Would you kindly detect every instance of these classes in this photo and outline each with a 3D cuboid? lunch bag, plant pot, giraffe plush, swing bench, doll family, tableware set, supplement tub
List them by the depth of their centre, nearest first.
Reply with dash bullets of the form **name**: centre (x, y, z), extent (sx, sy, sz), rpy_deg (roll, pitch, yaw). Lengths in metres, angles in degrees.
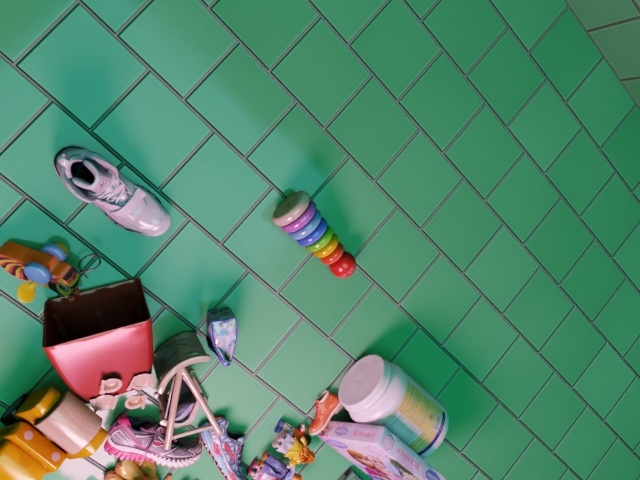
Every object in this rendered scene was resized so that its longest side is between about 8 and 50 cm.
- **tableware set**: centre (-0.539, 0.418, 1.592), extent (0.169, 0.020, 0.141), rpy_deg (3, 126, -30)
- **plant pot**: centre (-0.602, 0.292, 1.633), extent (0.268, 0.267, 0.235), rpy_deg (-13, 116, -18)
- **swing bench**: centre (-0.407, 0.425, 1.713), extent (0.165, 0.253, 0.254), rpy_deg (-11, 101, -18)
- **giraffe plush**: centre (-0.540, 0.765, 1.756), extent (0.181, 0.170, 0.210), rpy_deg (-43, 109, -10)
- **lunch bag**: centre (-0.304, 0.298, 1.799), extent (0.097, 0.129, 0.151), rpy_deg (-8, 102, -14)
- **doll family**: centre (-0.114, 0.738, 1.934), extent (0.163, 0.118, 0.262), rpy_deg (36, 86, -19)
- **supplement tub**: centre (0.246, 0.565, 1.977), extent (0.331, 0.241, 0.241), rpy_deg (43, 82, -19)

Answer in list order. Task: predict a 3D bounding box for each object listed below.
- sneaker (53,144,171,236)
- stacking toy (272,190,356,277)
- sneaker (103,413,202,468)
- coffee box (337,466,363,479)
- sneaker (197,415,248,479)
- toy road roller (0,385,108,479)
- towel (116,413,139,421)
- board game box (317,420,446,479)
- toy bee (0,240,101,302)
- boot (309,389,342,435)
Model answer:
- **sneaker**: centre (-0.568, -0.124, 1.599), extent (0.366, 0.210, 0.137), rpy_deg (39, 84, -21)
- **stacking toy**: centre (0.000, 0.000, 1.872), extent (0.141, 0.141, 0.330), rpy_deg (-46, 113, -9)
- **sneaker**: centre (-0.491, 0.610, 1.765), extent (0.299, 0.121, 0.111), rpy_deg (22, 86, -33)
- **coffee box**: centre (0.127, 0.914, 2.089), extent (0.113, 0.040, 0.184), rpy_deg (-45, 109, -9)
- **sneaker**: centre (-0.284, 0.681, 1.875), extent (0.125, 0.104, 0.261), rpy_deg (-32, 107, -15)
- **toy road roller**: centre (-0.762, 0.553, 1.561), extent (0.202, 0.330, 0.240), rpy_deg (49, 40, -20)
- **towel**: centre (-0.605, 0.595, 1.784), extent (0.067, 0.029, 0.119), rpy_deg (19, 91, -21)
- **board game box**: centre (0.197, 0.719, 1.942), extent (0.318, 0.319, 0.065), rpy_deg (43, 58, -19)
- **toy bee**: centre (-0.732, 0.103, 1.587), extent (0.195, 0.299, 0.162), rpy_deg (-43, 146, -35)
- **boot**: centre (0.000, 0.587, 1.992), extent (0.085, 0.059, 0.158), rpy_deg (44, 73, -17)
